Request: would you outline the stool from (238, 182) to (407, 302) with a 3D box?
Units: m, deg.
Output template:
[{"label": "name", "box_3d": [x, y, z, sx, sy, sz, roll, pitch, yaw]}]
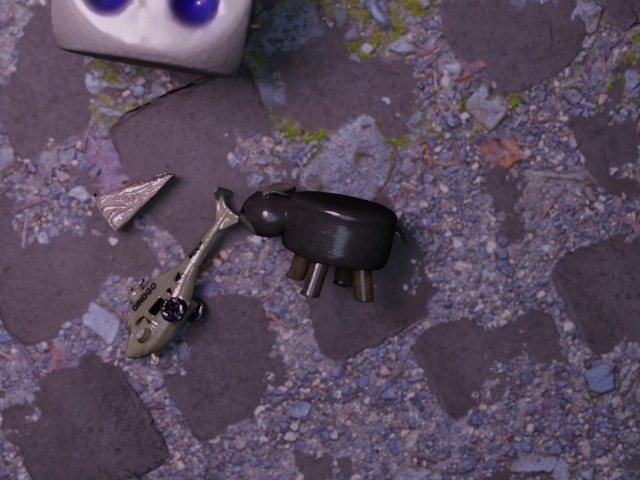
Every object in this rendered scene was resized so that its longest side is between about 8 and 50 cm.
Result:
[{"label": "stool", "box_3d": [0.002, -0.001, 1.202, 0.228, 0.153, 0.139, 16, 102, 23]}]

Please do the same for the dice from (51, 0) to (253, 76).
[{"label": "dice", "box_3d": [-0.204, -0.348, 1.062, 0.243, 0.259, 0.251, 9, 98, -8]}]

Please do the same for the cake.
[{"label": "cake", "box_3d": [-0.260, -0.061, 1.209, 0.121, 0.052, 0.065, -22, 95, -2]}]

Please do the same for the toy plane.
[{"label": "toy plane", "box_3d": [-0.204, 0.054, 1.221, 0.108, 0.092, 0.286, 39, 96, 15]}]
